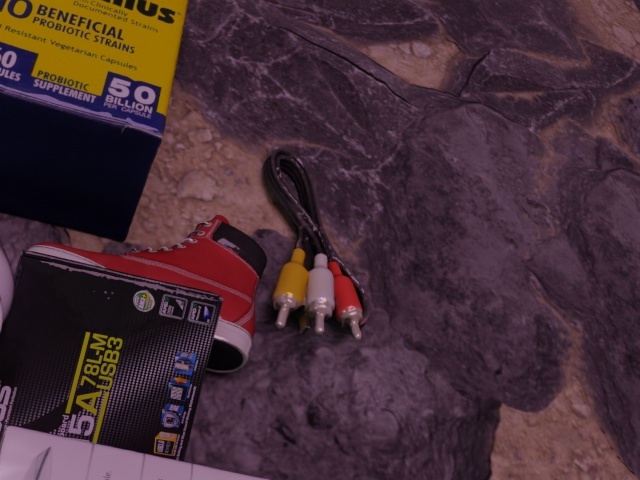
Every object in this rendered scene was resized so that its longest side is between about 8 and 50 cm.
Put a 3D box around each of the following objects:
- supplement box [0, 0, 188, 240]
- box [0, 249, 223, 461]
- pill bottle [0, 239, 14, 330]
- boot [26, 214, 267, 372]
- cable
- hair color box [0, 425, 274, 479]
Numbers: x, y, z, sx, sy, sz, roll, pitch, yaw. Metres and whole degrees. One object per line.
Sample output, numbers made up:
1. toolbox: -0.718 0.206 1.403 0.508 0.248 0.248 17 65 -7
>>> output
1. supplement box: -0.266 -0.213 0.833 0.194 0.195 0.357 14 52 -18
2. box: -0.201 0.120 0.674 0.184 0.045 0.191 16 85 -20
3. pill bottle: -0.324 0.026 0.616 0.121 0.121 0.216 -2 18 -29
4. boot: -0.178 0.023 0.792 0.244 0.088 0.176 22 46 -17
5. cable: 0.000 0.000 0.904 0.139 0.072 0.287 15 52 -25
6. hair color box: -0.115 0.286 0.596 0.338 0.110 0.185 21 47 -23
